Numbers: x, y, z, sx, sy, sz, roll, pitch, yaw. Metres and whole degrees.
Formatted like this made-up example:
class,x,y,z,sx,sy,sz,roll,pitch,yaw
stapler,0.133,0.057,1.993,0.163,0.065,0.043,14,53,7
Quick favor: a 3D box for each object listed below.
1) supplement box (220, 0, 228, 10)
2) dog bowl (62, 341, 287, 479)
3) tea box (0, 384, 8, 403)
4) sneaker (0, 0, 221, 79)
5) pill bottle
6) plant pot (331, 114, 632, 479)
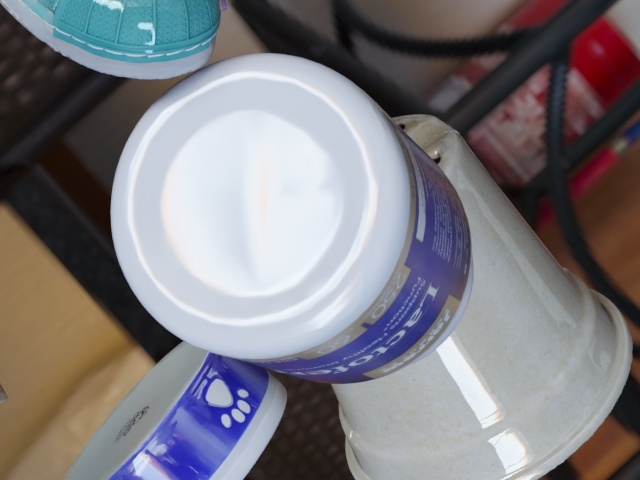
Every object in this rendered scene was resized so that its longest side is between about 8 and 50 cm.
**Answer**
class,x,y,z,sx,sy,sz,roll,pitch,yaw
supplement box,-0.132,-0.228,1.614,0.055,0.083,0.043,-108,0,-46
dog bowl,-0.161,0.222,1.886,0.104,0.265,0.265,42,176,-12
tea box,-0.574,0.114,1.929,0.323,0.220,0.329,59,-158,9
sneaker,-0.133,-0.215,0.899,0.302,0.108,0.121,59,151,30
pill bottle,0.000,0.000,0.977,0.153,0.153,0.265,47,-174,17
plant pot,0.106,0.052,1.823,0.305,0.334,0.334,57,171,-28
